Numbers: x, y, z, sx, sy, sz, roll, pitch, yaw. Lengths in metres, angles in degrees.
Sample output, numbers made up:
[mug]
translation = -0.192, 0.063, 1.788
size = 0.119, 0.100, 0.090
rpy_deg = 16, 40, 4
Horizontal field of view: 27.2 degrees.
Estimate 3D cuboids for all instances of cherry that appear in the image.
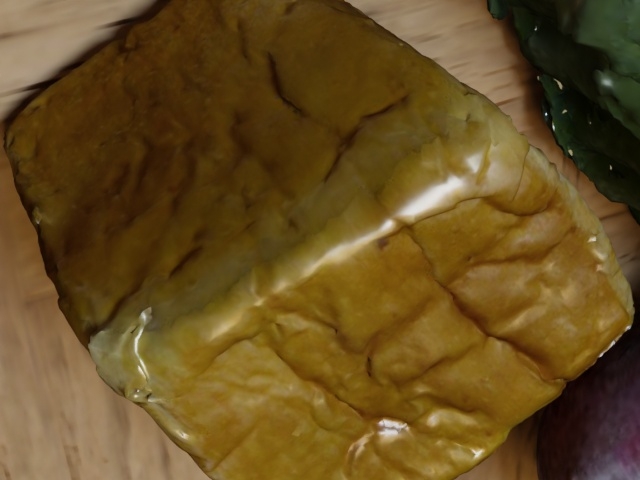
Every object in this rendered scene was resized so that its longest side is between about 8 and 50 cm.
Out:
[cherry]
translation = 0.185, 0.100, 0.624
size = 0.176, 0.140, 0.176
rpy_deg = 2, 143, 1

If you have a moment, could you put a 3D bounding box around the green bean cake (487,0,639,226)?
[green bean cake]
translation = 0.208, -0.103, 0.508
size = 0.255, 0.132, 0.241
rpy_deg = -39, 135, 0

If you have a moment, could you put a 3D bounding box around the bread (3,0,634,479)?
[bread]
translation = 0.000, 0.000, 0.445
size = 0.143, 0.158, 0.149
rpy_deg = -42, 136, 1
